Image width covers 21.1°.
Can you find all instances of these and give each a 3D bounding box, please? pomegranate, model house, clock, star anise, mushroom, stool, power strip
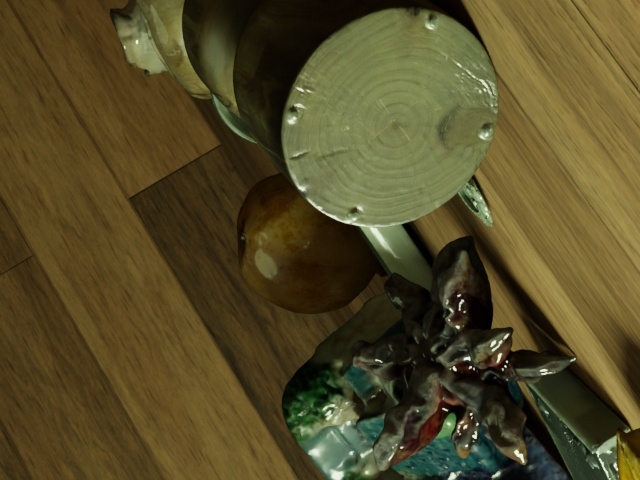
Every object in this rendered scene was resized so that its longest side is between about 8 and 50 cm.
[{"bbox_3d":[-0.015,-0.003,2.274,0.207,0.207,0.207,58,174,9],"label":"pomegranate"},{"bbox_3d":[0.144,0.245,1.986,0.298,0.243,0.284,49,175,-29],"label":"model house"},{"bbox_3d":[0.138,-0.048,1.612,0.074,0.010,0.083,61,175,-24],"label":"clock"},{"bbox_3d":[0.126,0.110,1.691,0.129,0.212,0.282,21,-151,-32],"label":"star anise"},{"bbox_3d":[-0.183,-0.299,2.272,0.255,0.184,0.254,163,90,-87],"label":"mushroom"},{"bbox_3d":[0.010,-0.142,1.385,0.179,0.179,0.264,63,173,-32],"label":"stool"},{"bbox_3d":[0.072,-0.015,2.098,0.270,0.046,0.118,55,180,-18],"label":"power strip"}]

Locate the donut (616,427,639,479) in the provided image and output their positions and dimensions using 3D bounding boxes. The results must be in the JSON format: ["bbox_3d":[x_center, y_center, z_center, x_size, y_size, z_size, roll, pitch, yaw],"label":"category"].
[{"bbox_3d":[0.296,0.220,1.378,0.162,0.065,0.178,62,177,22],"label":"donut"}]

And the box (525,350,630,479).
[{"bbox_3d":[0.291,0.254,1.679,0.270,0.045,0.211,62,175,-27],"label":"box"}]

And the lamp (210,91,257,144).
[{"bbox_3d":[-0.039,-0.176,1.977,0.172,0.147,0.227,36,-177,-1],"label":"lamp"}]
